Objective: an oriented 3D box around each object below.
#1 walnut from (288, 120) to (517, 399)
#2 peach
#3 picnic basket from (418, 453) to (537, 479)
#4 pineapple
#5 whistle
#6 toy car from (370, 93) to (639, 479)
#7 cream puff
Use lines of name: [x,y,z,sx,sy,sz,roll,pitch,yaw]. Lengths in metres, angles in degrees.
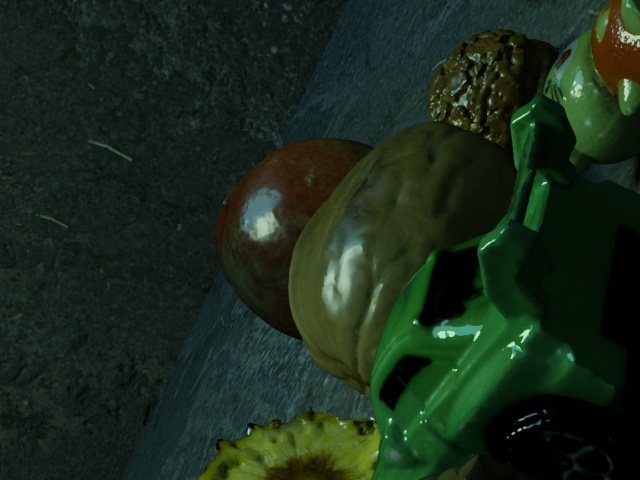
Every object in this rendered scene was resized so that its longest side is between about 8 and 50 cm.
walnut: [0.087,0.020,1.396,0.261,0.225,0.225,-63,9,-31]
peach: [0.000,0.000,1.793,0.252,0.252,0.252,-59,11,19]
picnic basket: [0.096,0.221,1.041,0.178,0.138,0.128,-41,25,49]
pineapple: [-0.008,0.226,1.323,0.225,0.225,0.076,-79,-19,-56]
whistle: [0.263,-0.152,1.240,0.288,0.106,0.131,-50,11,49]
toy car: [0.126,0.084,1.139,0.358,0.176,0.213,-52,14,47]
cream puff: [0.173,-0.147,1.636,0.150,0.115,0.165,-50,18,42]
